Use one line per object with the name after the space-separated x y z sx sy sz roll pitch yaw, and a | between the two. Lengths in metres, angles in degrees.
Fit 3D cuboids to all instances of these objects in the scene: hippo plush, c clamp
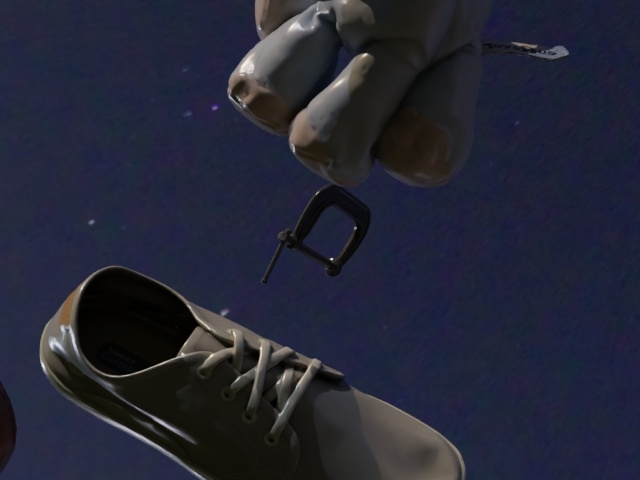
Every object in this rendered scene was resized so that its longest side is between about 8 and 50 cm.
0.062 -0.188 0.922 0.294 0.236 0.234 -9 -116 -1 | hippo plush
0.000 0.000 1.397 0.022 0.160 0.137 28 -87 33 | c clamp

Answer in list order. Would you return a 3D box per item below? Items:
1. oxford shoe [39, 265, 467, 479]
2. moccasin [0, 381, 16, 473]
-0.068 0.155 1.151 0.449 0.169 0.130 24 -44 7 | oxford shoe
-0.333 0.019 0.736 0.380 0.147 0.139 35 -87 11 | moccasin
